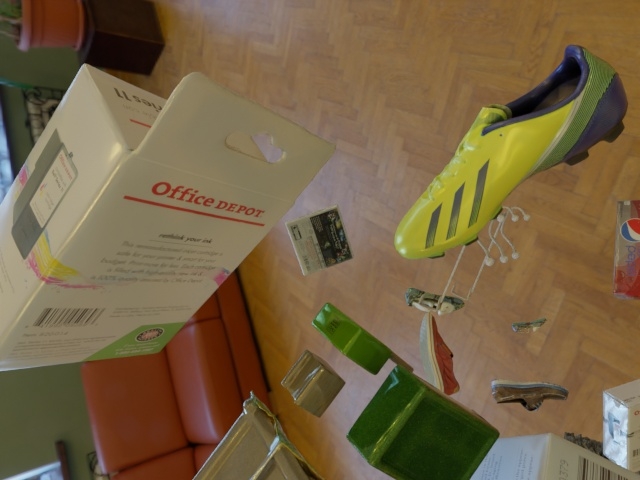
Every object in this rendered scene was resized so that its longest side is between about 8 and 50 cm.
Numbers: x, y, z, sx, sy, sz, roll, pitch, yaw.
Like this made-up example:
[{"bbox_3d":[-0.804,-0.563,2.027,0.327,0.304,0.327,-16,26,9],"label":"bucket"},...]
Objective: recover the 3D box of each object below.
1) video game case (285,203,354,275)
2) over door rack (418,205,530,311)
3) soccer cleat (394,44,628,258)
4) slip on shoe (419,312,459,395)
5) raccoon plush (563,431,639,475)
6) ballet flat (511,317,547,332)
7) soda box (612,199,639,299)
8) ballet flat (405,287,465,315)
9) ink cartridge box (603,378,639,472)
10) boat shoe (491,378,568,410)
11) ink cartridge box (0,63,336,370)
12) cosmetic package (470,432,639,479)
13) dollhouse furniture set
[{"bbox_3d":[0.000,0.000,1.433,0.022,0.173,0.190,-116,7,-68],"label":"video game case"},{"bbox_3d":[0.434,0.059,1.227,0.108,0.239,0.324,42,116,30],"label":"over door rack"},{"bbox_3d":[0.183,-0.089,0.506,0.289,0.121,0.093,-40,32,24],"label":"soccer cleat"},{"bbox_3d":[0.439,0.424,1.700,0.123,0.101,0.331,98,171,-49],"label":"slip on shoe"},{"bbox_3d":[0.581,0.526,0.842,0.446,0.299,0.216,-23,112,10],"label":"raccoon plush"},{"bbox_3d":[0.715,0.293,1.550,0.114,0.041,0.041,-16,82,27],"label":"ballet flat"},{"bbox_3d":[0.846,0.026,1.220,0.092,0.083,0.263,2,78,36],"label":"soda box"},{"bbox_3d":[0.355,0.201,1.417,0.188,0.070,0.070,11,108,4],"label":"ballet flat"},{"bbox_3d":[0.548,0.316,0.783,0.056,0.099,0.135,-136,35,-72],"label":"ink cartridge box"},{"bbox_3d":[0.538,0.403,1.170,0.183,0.066,0.066,-2,57,20],"label":"boat shoe"},{"bbox_3d":[-0.175,-0.025,0.460,0.353,0.207,0.119,-45,62,20],"label":"ink cartridge box"},{"bbox_3d":[0.250,0.322,0.504,0.151,0.151,0.184,26,150,0],"label":"cosmetic package"},{"bbox_3d":[0.007,0.254,0.504,0.301,0.151,0.197,-53,34,-5],"label":"dollhouse furniture set"}]
